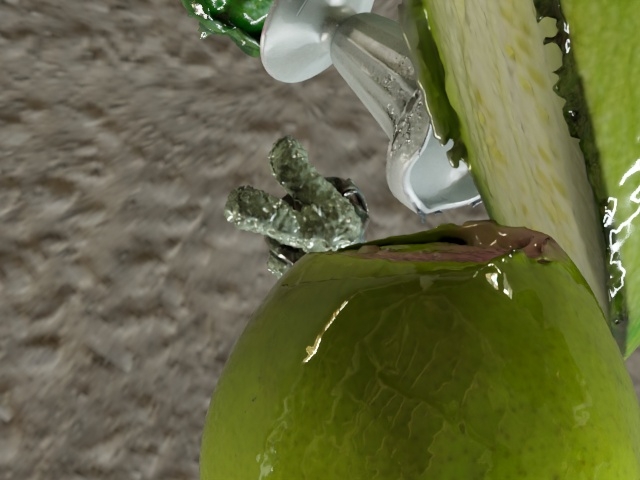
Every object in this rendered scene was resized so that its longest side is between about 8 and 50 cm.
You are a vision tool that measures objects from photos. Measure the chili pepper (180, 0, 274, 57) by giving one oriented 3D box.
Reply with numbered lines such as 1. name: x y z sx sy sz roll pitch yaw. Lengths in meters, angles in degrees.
1. chili pepper: 0.005 -0.339 1.575 0.213 0.167 0.385 35 97 -30

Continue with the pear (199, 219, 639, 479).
1. pear: 0.040 0.106 0.694 0.187 0.187 0.220 -1 100 -1

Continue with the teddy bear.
1. teddy bear: 0.010 -0.001 1.729 0.133 0.111 0.213 -54 129 -21

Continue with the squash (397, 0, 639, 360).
1. squash: 0.094 -0.095 0.828 0.210 0.233 0.309 6 109 -21

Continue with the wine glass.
1. wine glass: 0.061 -0.134 1.383 0.196 0.165 0.165 39 94 26
